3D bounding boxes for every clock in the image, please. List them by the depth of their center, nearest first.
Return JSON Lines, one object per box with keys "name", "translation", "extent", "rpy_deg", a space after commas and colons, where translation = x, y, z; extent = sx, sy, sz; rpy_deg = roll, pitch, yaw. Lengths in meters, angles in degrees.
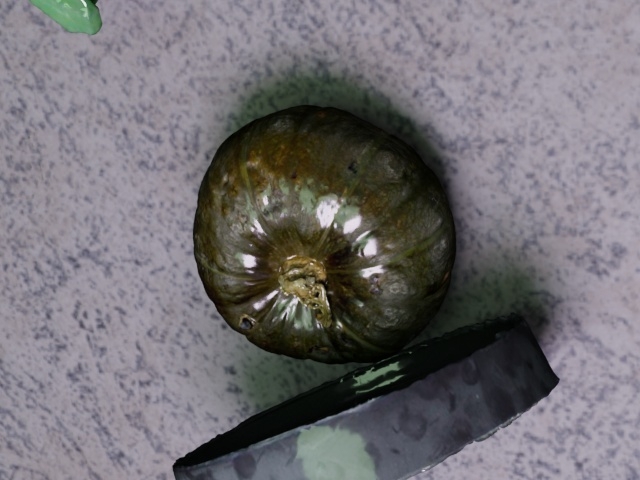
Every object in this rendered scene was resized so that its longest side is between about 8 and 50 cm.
{"name": "clock", "translation": [0.031, 0.143, 1.126], "extent": [0.313, 0.312, 0.061], "rpy_deg": [-24, 89, 25]}

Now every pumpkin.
{"name": "pumpkin", "translation": [0.000, 0.000, 1.173], "extent": [0.224, 0.157, 0.223], "rpy_deg": [8, 120, 15]}

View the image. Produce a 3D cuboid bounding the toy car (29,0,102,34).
{"name": "toy car", "translation": [-0.314, -0.313, 1.174], "extent": [0.359, 0.213, 0.176], "rpy_deg": [17, 147, 19]}
